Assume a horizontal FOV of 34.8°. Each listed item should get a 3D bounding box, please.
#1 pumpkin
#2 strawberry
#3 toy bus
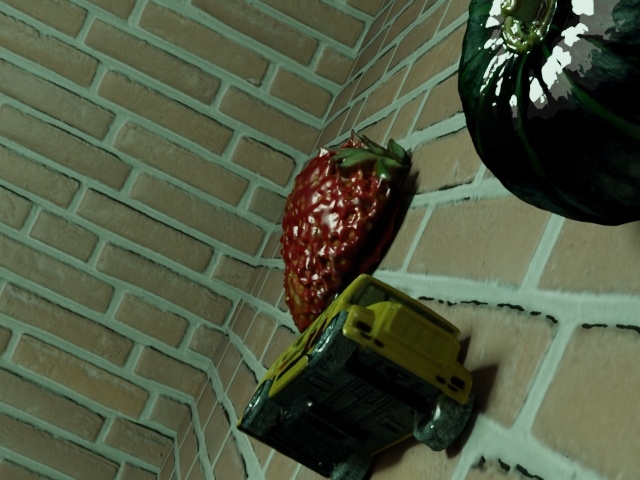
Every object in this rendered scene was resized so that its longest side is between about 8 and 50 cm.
[{"bbox_3d":[0.157,-0.109,0.572,0.202,0.140,0.202,-30,55,56],"label":"pumpkin"},{"bbox_3d":[0.000,0.000,1.363,0.306,0.137,0.233,-60,10,18],"label":"strawberry"},{"bbox_3d":[0.026,0.122,0.871,0.123,0.121,0.335,-60,4,-28],"label":"toy bus"}]
